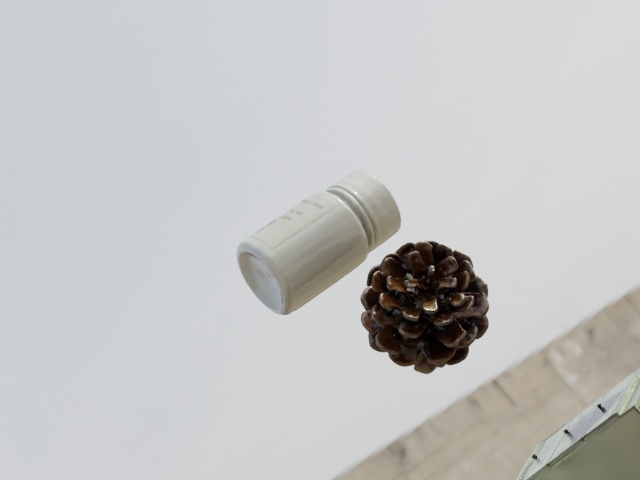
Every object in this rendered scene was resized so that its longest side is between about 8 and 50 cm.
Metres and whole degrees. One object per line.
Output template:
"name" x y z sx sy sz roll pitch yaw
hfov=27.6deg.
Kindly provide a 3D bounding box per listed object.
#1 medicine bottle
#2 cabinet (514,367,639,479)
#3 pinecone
"medicine bottle" 0.000 0.000 2.089 0.252 0.144 0.144 -34 -20 -23
"cabinet" 0.372 0.280 1.630 0.206 0.150 0.145 -45 -5 29
"pinecone" 0.155 0.092 1.945 0.208 0.208 0.208 -34 -20 -15
